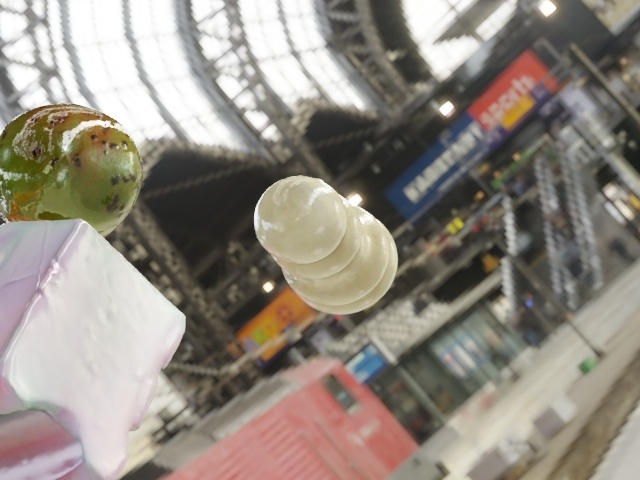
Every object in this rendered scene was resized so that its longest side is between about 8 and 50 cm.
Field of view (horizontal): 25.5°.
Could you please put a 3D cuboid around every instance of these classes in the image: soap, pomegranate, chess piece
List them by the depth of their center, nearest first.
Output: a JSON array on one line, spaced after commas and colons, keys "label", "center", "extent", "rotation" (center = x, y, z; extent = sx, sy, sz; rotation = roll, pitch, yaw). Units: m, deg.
[{"label": "soap", "center": [-0.240, 0.094, 0.908], "extent": [0.324, 0.109, 0.193], "rotation": [-23, 30, 35]}, {"label": "pomegranate", "center": [-0.261, -0.046, 1.425], "extent": [0.159, 0.159, 0.205], "rotation": [124, 155, -63]}, {"label": "chess piece", "center": [0.000, 0.000, 1.959], "extent": [0.167, 0.167, 0.299], "rotation": [-41, -19, 2]}]
